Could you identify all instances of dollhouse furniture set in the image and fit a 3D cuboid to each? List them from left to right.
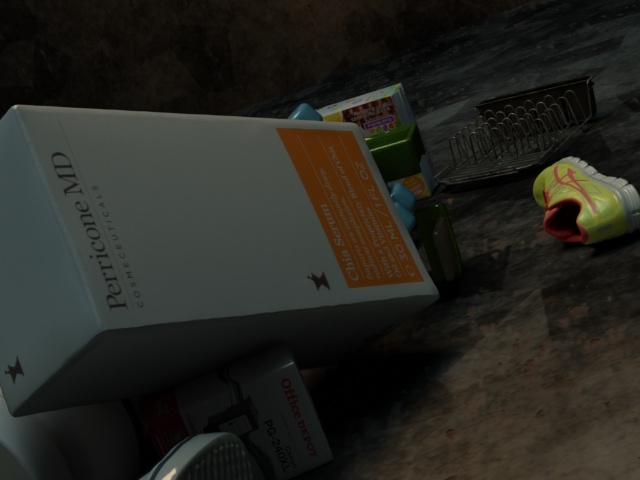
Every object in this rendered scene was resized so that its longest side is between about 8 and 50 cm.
[{"bbox_3d":[0.000,0.000,1.524,0.301,0.197,0.151,-16,11,13],"label":"dollhouse furniture set"}]

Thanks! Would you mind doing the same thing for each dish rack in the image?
[{"bbox_3d":[0.298,-0.164,1.956,0.208,0.074,0.271,-11,18,38],"label":"dish rack"}]

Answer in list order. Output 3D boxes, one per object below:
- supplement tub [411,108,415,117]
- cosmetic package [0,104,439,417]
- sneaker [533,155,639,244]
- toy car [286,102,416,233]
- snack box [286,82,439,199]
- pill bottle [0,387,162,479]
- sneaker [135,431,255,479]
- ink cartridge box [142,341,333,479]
[{"bbox_3d":[0.092,-0.188,2.275,0.106,0.106,0.198,-13,17,31],"label":"supplement tub"},{"bbox_3d":[-0.113,0.010,1.235,0.453,0.230,0.161,-4,-27,-48],"label":"cosmetic package"},{"bbox_3d":[0.296,-0.042,1.506,0.094,0.081,0.208,-27,16,-11],"label":"sneaker"},{"bbox_3d":[-0.022,-0.029,1.788,0.238,0.219,0.210,-48,8,16],"label":"toy car"},{"bbox_3d":[0.058,-0.131,1.976,0.207,0.174,0.070,-14,20,26],"label":"snack box"},{"bbox_3d":[-0.237,0.158,1.289,0.210,0.210,0.363,-13,17,31],"label":"pill bottle"},{"bbox_3d":[-0.159,0.258,0.988,0.127,0.126,0.321,-9,20,24],"label":"sneaker"},{"bbox_3d":[-0.076,0.178,1.185,0.150,0.109,0.063,-23,15,-5],"label":"ink cartridge box"}]
